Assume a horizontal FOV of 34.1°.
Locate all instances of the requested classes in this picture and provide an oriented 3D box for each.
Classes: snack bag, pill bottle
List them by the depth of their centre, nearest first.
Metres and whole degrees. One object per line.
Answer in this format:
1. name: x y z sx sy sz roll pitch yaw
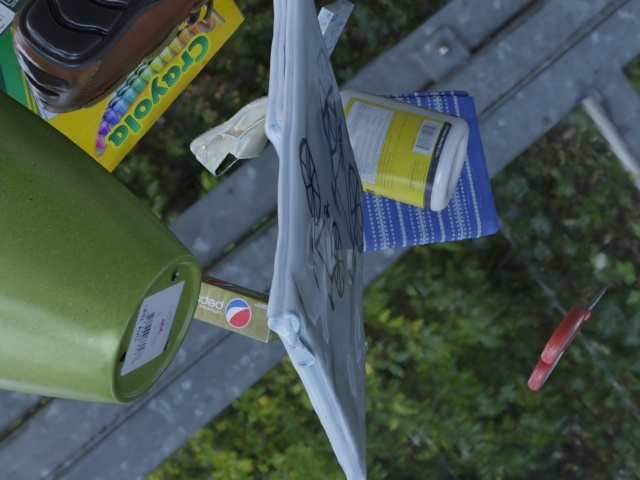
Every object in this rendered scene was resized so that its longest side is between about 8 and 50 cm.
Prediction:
1. snack bag: 0.000 0.000 0.857 0.323 0.037 0.342 72 -165 -56
2. pill bottle: 0.058 -0.102 1.110 0.184 0.103 0.103 17 158 14

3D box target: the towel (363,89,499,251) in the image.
1. towel: 0.122 -0.109 1.615 0.040 0.336 0.243 -23 76 60

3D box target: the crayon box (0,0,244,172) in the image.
1. crayon box: -0.308 -0.288 1.452 0.106 0.363 0.313 36 172 32

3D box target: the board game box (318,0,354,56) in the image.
1. board game box: 0.006 -0.275 1.396 0.020 0.090 0.090 32 -153 7

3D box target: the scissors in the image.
1. scissors: 0.334 0.091 1.317 0.021 0.297 0.109 31 129 20

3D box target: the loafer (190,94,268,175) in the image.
1. loafer: -0.139 -0.212 2.073 0.102 0.268 0.092 -21 -95 -58

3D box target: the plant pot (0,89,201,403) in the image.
1. plant pot: -0.262 0.019 0.896 0.293 0.275 0.275 25 160 15

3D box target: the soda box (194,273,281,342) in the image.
1. soda box: -0.140 0.103 1.626 0.181 0.061 0.058 16 -170 25

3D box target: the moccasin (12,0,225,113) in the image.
1. moccasin: -0.160 -0.277 1.067 0.139 0.380 0.147 30 157 0
